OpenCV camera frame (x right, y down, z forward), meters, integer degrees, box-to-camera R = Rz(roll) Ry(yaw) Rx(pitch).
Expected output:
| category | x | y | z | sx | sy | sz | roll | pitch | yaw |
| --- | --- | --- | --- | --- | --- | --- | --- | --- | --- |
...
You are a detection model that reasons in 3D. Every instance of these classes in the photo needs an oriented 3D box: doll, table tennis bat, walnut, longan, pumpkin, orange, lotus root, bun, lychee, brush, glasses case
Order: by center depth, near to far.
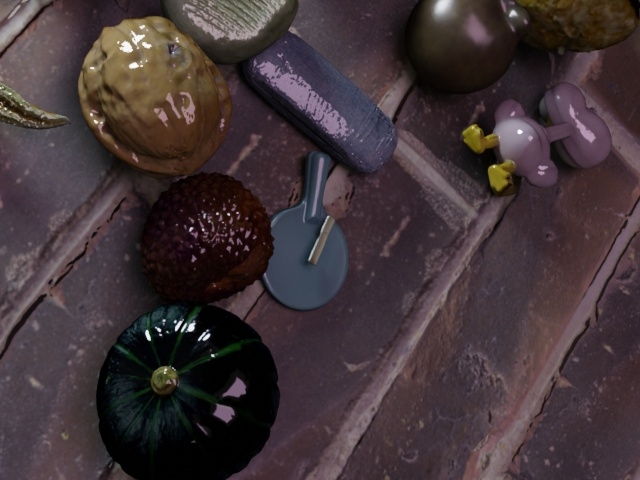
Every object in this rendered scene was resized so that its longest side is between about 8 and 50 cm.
| category | x | y | z | sx | sy | sz | roll | pitch | yaw |
| --- | --- | --- | --- | --- | --- | --- | --- | --- | --- |
| pumpkin | -0.166 | 0.213 | 1.539 | 0.248 | 0.248 | 0.248 | 5 | 78 | -27 |
| walnut | -0.225 | -0.192 | 1.566 | 0.198 | 0.198 | 0.245 | -18 | 70 | -29 |
| lychee | -0.161 | -0.009 | 1.592 | 0.188 | 0.188 | 0.188 | 5 | 78 | -27 |
| bun | -0.140 | -0.357 | 1.685 | 0.212 | 0.126 | 0.204 | -37 | 92 | -19 |
| brush | 0.000 | 0.000 | 1.729 | 0.016 | 0.013 | 0.084 | 38 | 64 | -30 |
| table tennis bat | -0.019 | -0.016 | 1.743 | 0.153 | 0.040 | 0.244 | 13 | 78 | -28 |
| glasses case | 0.002 | -0.214 | 1.773 | 0.282 | 0.067 | 0.109 | 38 | 61 | -14 |
| longan | 0.236 | -0.330 | 1.849 | 0.159 | 0.204 | 0.185 | -44 | 122 | -70 |
| doll | 0.378 | -0.175 | 1.917 | 0.365 | 0.094 | 0.160 | -21 | 79 | -50 |
| orange | 0.359 | -0.452 | 1.918 | 0.210 | 0.271 | 0.369 | -38 | 103 | 15 |
| lotus root | 0.306 | -0.120 | 1.925 | 0.049 | 0.054 | 0.099 | 15 | 69 | -40 |

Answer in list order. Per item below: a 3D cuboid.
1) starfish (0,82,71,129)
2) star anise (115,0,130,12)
| category | x | y | z | sx | sy | sz | roll | pitch | yaw |
| --- | --- | --- | --- | --- | --- | --- | --- | --- | --- |
| starfish | -0.491 | -0.216 | 1.503 | 0.347 | 0.078 | 0.358 | 29 | 68 | -20 |
| star anise | -0.279 | -0.464 | 1.596 | 0.331 | 0.117 | 0.332 | 1 | 72 | -2 |
